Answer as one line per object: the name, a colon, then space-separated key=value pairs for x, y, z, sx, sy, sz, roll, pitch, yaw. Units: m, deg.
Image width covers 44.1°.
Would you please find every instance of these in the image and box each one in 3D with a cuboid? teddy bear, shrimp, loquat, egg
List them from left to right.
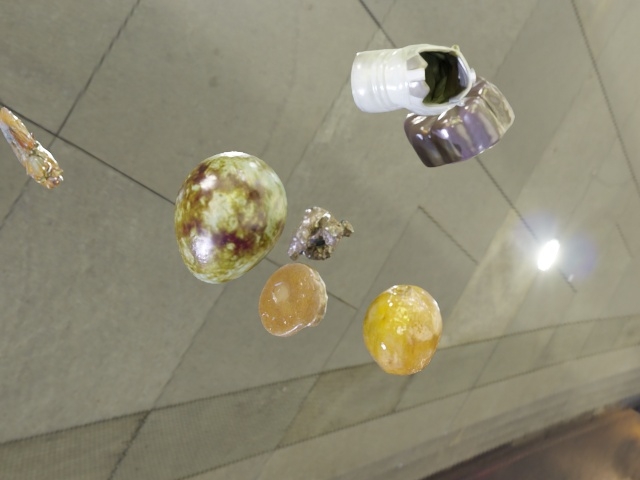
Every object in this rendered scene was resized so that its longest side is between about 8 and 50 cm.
shrimp: x=-0.482 y=-0.149 z=1.294 sx=0.052 sy=0.187 sz=0.132 roll=-42 pitch=145 yaw=-13
egg: x=-0.200 y=-0.049 z=1.702 sx=0.238 sy=0.238 sz=0.289 roll=32 pitch=84 yaw=-56
teddy bear: x=-0.003 y=-0.020 z=2.041 sx=0.251 sy=0.182 sz=0.129 roll=86 pitch=-4 yaw=-76
loquat: x=0.192 y=0.210 z=1.819 sx=0.187 sy=0.176 sz=0.234 roll=-12 pitch=117 yaw=-27

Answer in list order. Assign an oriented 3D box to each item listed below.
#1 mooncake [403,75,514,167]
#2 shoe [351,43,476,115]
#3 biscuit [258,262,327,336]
mooncake: x=0.395 y=-0.346 z=2.285 sx=0.306 sy=0.306 sz=0.154 roll=-48 pitch=117 yaw=-19
shoe: x=0.194 y=-0.266 z=1.295 sx=0.316 sy=0.159 sz=0.124 roll=-17 pitch=104 yaw=-48
biscuit: x=-0.067 y=0.150 z=1.977 sx=0.208 sy=0.180 sz=0.049 roll=-30 pitch=148 yaw=34
